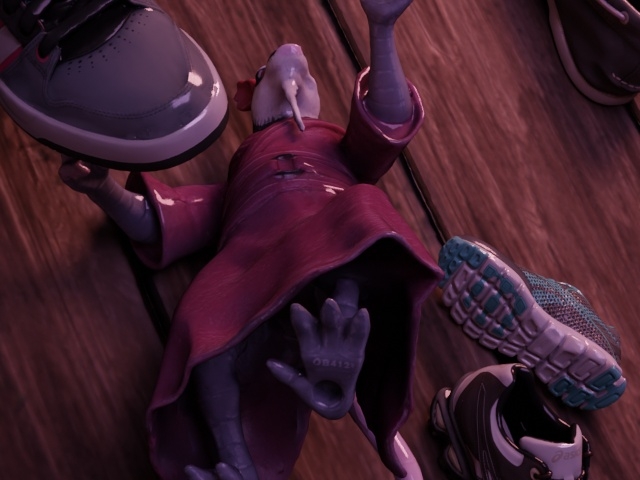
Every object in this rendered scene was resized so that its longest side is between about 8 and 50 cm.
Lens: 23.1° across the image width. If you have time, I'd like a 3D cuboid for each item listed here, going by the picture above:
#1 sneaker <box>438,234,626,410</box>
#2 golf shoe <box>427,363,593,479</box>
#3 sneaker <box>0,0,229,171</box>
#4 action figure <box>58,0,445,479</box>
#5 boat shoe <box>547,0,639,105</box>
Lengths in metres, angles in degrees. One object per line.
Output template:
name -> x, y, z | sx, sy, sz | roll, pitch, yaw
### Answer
sneaker -> 0.154, 0.051, 1.140 | 0.166, 0.065, 0.076 | 42, 34, -7
golf shoe -> 0.145, 0.173, 1.032 | 0.077, 0.094, 0.198 | -22, 77, -38
sneaker -> -0.172, -0.174, 0.901 | 0.124, 0.178, 0.295 | -41, 57, -19
action figure -> 0.000, 0.000, 0.986 | 0.370, 0.248, 0.275 | -92, 156, -56
boat shoe -> 0.218, -0.277, 1.335 | 0.112, 0.095, 0.335 | -9, 68, -34
